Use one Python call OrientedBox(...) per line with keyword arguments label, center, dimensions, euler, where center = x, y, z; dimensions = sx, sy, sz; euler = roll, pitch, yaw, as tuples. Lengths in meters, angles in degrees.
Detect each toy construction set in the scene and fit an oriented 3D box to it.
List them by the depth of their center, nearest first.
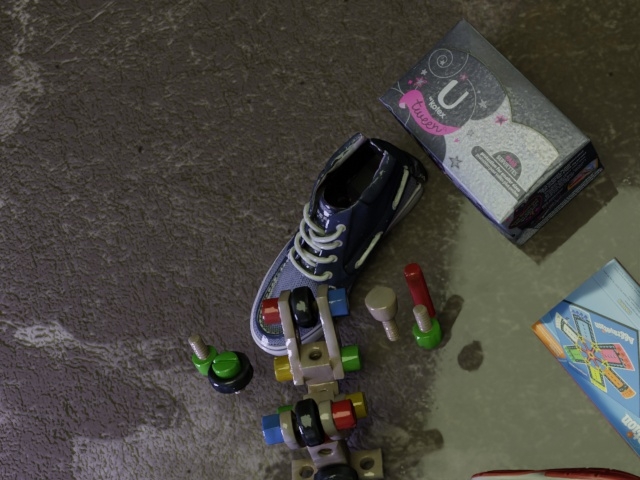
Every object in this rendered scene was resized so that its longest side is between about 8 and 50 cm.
OrientedBox(label="toy construction set", center=(0.036, 0.196, 1.773), dimensions=(0.309, 0.237, 0.257), euler=(-31, 42, -9))

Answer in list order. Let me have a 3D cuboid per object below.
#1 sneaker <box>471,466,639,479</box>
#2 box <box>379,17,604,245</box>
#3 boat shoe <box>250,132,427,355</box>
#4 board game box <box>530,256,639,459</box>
OrientedBox(label="sneaker", center=(0.298, 0.351, 1.687), dimensions=(0.221, 0.087, 0.128), euler=(-5, 84, 31))
OrientedBox(label="box", center=(0.225, -0.142, 1.786), dimensions=(0.163, 0.142, 0.247), euler=(-43, 67, 5))
OrientedBox(label="boat shoe", center=(0.000, 0.000, 1.825), dimensions=(0.127, 0.158, 0.340), euler=(35, 91, 23))
OrientedBox(label="board game box", center=(0.409, 0.171, 1.707), dimensions=(0.145, 0.027, 0.281), euler=(-40, 68, 6))
